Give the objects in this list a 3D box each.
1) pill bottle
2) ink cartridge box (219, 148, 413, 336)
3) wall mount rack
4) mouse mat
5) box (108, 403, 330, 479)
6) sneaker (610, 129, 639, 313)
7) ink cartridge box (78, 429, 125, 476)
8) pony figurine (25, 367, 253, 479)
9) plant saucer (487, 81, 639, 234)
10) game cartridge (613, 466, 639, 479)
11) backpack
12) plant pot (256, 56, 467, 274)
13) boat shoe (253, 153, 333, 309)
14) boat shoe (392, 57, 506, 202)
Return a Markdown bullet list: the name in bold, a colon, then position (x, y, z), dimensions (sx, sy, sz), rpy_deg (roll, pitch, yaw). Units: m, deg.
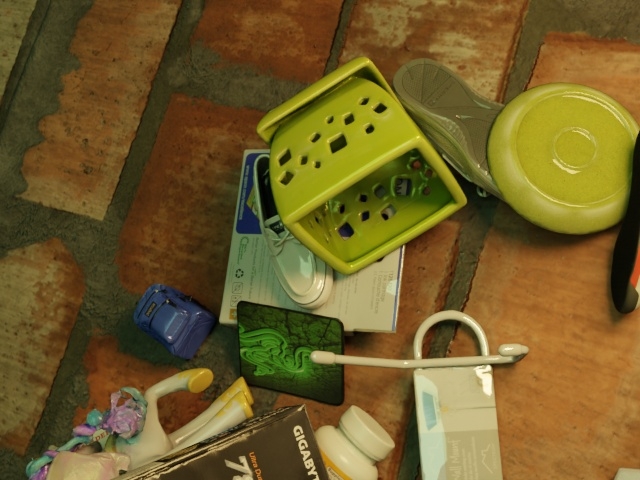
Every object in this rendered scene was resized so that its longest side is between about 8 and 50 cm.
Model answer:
- **pill bottle**: position (0.009, 0.349, 1.295), dimensions (0.208, 0.117, 0.117), rpy_deg (-49, 63, 5)
- **ink cartridge box**: position (0.000, 0.000, 1.428), dimensions (0.307, 0.072, 0.304), rpy_deg (2, 75, 21)
- **wall mount rack**: position (0.146, 0.262, 1.226), dimensions (0.304, 0.130, 0.350), rpy_deg (-4, 73, 3)
- **mouse mat**: position (-0.048, 0.177, 1.385), dimensions (0.189, 0.007, 0.153), rpy_deg (9, 113, 25)
- **box**: position (-0.106, 0.400, 1.136), dimensions (0.073, 0.293, 0.296), rpy_deg (-20, 87, 60)
- **sneaker**: position (0.494, -0.023, 1.203), dimensions (0.145, 0.090, 0.270), rpy_deg (9, 95, -2)
- **ink cartridge box**: position (-0.326, 0.397, 1.445), dimensions (0.139, 0.082, 0.191), rpy_deg (-33, 67, 12)
- **pony figurine**: position (-0.251, 0.352, 1.276), dimensions (0.363, 0.303, 0.351), rpy_deg (-24, 34, -5)
- **plant saucer**: position (0.365, -0.128, 1.271), dimensions (0.240, 0.037, 0.241), rpy_deg (1, 73, -2)
- **game cartridge**: position (0.494, 0.415, 1.108), dimensions (0.294, 0.060, 0.196), rpy_deg (22, 88, 26)
- **backpack**: position (-0.254, 0.126, 1.480), dimensions (0.120, 0.101, 0.098), rpy_deg (32, 83, 30)
- **plant pot**: position (0.049, -0.116, 1.287), dimensions (0.227, 0.228, 0.207), rpy_deg (-31, 59, 11)
- **boat shoe**: position (-0.056, -0.016, 1.371), dimensions (0.095, 0.084, 0.258), rpy_deg (-27, 66, 13)
- **boat shoe**: position (0.238, -0.155, 1.360), dimensions (0.118, 0.103, 0.320), rpy_deg (-43, 68, -14)
